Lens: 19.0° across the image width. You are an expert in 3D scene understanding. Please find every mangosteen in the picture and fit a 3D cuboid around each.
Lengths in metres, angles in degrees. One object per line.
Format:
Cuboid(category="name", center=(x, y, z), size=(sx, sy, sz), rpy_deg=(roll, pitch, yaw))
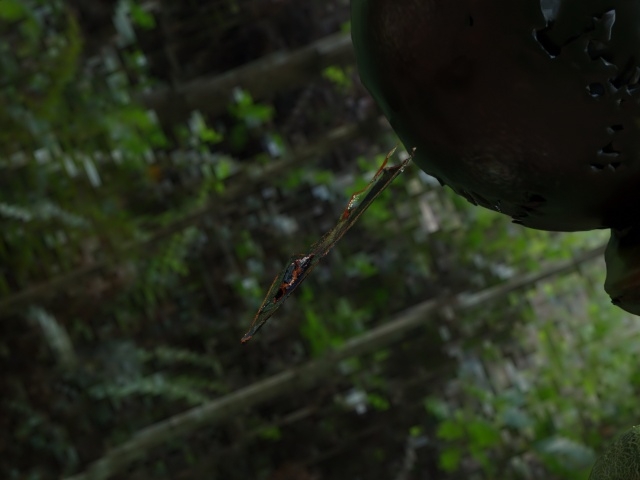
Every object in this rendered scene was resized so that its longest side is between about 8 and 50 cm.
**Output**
Cuboid(category="mangosteen", center=(0.213, -0.156, 1.405), size=(0.421, 0.381, 0.381), rpy_deg=(61, 5, -14))

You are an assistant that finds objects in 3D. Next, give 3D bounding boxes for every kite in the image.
Cuboid(category="kite", center=(0.000, 0.000, 1.049), size=(0.010, 0.159, 0.190), rpy_deg=(42, -33, -4))

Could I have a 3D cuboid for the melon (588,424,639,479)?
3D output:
Cuboid(category="melon", center=(0.289, 0.224, 1.579), size=(0.192, 0.139, 0.139), rpy_deg=(-105, 172, -50))
